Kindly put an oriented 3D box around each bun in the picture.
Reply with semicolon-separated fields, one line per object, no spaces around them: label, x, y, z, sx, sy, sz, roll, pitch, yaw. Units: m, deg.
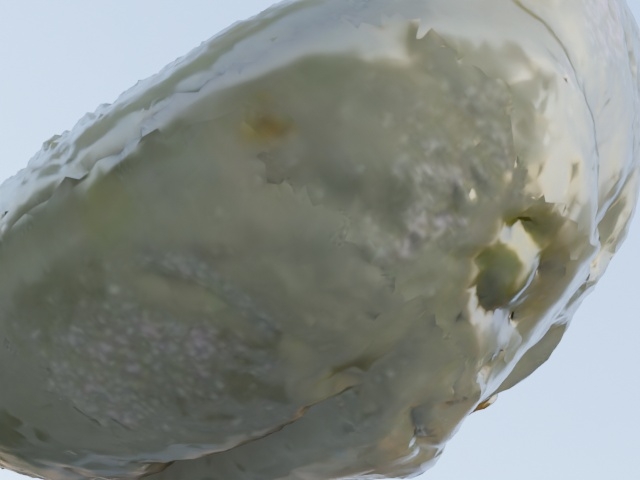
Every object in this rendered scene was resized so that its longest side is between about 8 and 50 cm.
bun;0.000;0.000;0.754;0.219;0.365;0.365;51;-44;-4

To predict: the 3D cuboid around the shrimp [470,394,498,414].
shrimp;0.090;0.009;1.106;0.062;0.164;0.317;26;-33;31
